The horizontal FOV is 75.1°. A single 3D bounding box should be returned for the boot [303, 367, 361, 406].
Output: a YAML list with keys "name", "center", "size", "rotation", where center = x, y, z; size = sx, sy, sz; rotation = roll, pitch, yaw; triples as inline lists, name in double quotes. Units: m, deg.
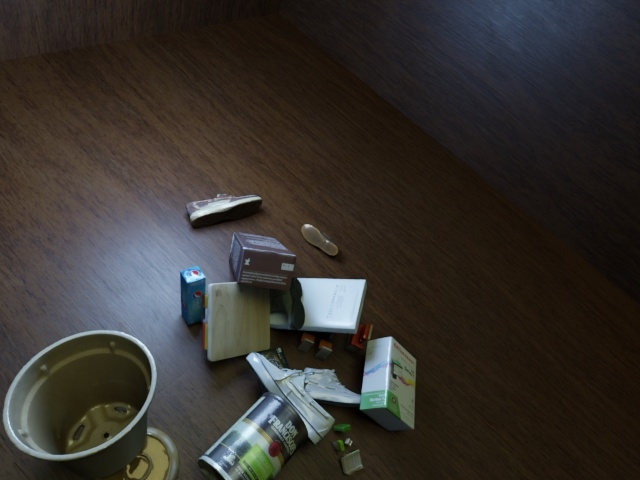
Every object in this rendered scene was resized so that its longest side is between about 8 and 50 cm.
- name: "boot"
  center: [0.056, 0.537, 1.535]
  size: [0.257, 0.095, 0.124]
  rotation: [14, 56, -13]

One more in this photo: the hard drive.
- name: "hard drive"
  center: [-0.010, 0.249, 1.635]
  size: [0.352, 0.047, 0.233]
  rotation: [0, 45, 20]

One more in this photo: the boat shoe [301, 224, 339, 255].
- name: "boat shoe"
  center: [0.000, 0.000, 1.960]
  size: [0.207, 0.073, 0.073]
  rotation: [41, 11, 5]

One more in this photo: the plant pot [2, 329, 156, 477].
- name: "plant pot"
  center: [-0.601, 0.468, 1.120]
  size: [0.333, 0.306, 0.334]
  rotation: [7, 43, -6]

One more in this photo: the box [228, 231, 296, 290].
- name: "box"
  center: [-0.234, 0.070, 1.597]
  size: [0.190, 0.381, 0.143]
  rotation: [10, 95, -17]

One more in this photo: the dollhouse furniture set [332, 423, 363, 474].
- name: "dollhouse furniture set"
  center: [0.087, 0.726, 1.453]
  size: [0.076, 0.058, 0.152]
  rotation: [-4, 75, -36]

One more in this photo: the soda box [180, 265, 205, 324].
- name: "soda box"
  center: [-0.454, 0.198, 1.484]
  size: [0.067, 0.210, 0.071]
  rotation: [-16, 44, -34]

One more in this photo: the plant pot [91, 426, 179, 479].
- name: "plant pot"
  center: [-0.532, 0.663, 1.209]
  size: [0.236, 0.032, 0.237]
  rotation: [12, 51, -15]

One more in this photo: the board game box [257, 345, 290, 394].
- name: "board game box"
  center: [-0.169, 0.489, 1.517]
  size: [0.126, 0.026, 0.186]
  rotation: [-10, 59, -30]

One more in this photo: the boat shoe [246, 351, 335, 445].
- name: "boat shoe"
  center: [-0.087, 0.495, 1.414]
  size: [0.156, 0.136, 0.367]
  rotation: [-39, 76, -22]

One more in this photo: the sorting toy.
- name: "sorting toy"
  center: [-0.308, 0.278, 1.507]
  size: [0.255, 0.089, 0.258]
  rotation: [2, 87, -47]

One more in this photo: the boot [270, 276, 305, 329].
- name: "boot"
  center: [-0.149, 0.260, 1.601]
  size: [0.083, 0.161, 0.247]
  rotation: [55, 19, -38]

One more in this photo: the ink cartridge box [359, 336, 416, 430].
- name: "ink cartridge box"
  center: [0.261, 0.535, 1.566]
  size: [0.201, 0.117, 0.278]
  rotation: [46, 40, -31]

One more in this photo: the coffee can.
- name: "coffee can"
  center: [-0.199, 0.637, 1.270]
  size: [0.201, 0.202, 0.275]
  rotation: [43, 49, 11]

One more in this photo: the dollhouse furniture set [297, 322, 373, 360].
- name: "dollhouse furniture set"
  center: [0.063, 0.339, 1.668]
  size: [0.258, 0.135, 0.262]
  rotation: [25, 48, -5]

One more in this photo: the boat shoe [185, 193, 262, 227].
- name: "boat shoe"
  center: [-0.426, -0.161, 1.852]
  size: [0.341, 0.123, 0.123]
  rotation: [-19, 65, -28]
